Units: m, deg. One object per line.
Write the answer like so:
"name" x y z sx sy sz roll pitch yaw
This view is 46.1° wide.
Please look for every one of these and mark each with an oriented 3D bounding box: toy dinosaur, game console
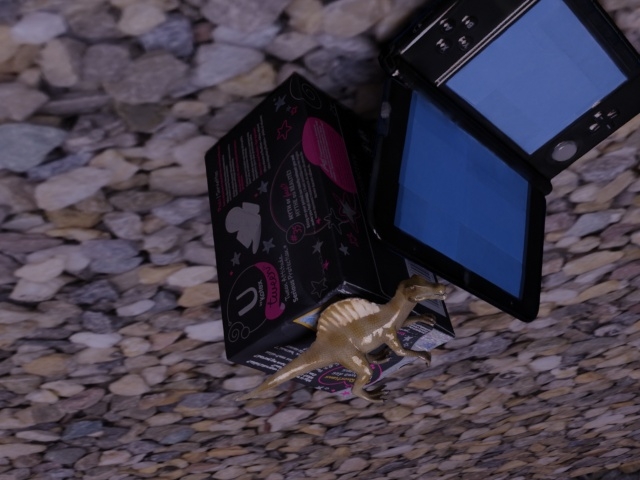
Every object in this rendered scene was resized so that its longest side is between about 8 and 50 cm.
"toy dinosaur" 0.026 0.083 0.597 0.183 0.053 0.092 -33 124 14
"game console" 0.199 -0.088 0.713 0.250 0.173 0.293 -40 137 25

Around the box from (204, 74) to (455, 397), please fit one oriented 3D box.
"box" 0.000 0.000 0.716 0.142 0.247 0.163 -35 138 28
